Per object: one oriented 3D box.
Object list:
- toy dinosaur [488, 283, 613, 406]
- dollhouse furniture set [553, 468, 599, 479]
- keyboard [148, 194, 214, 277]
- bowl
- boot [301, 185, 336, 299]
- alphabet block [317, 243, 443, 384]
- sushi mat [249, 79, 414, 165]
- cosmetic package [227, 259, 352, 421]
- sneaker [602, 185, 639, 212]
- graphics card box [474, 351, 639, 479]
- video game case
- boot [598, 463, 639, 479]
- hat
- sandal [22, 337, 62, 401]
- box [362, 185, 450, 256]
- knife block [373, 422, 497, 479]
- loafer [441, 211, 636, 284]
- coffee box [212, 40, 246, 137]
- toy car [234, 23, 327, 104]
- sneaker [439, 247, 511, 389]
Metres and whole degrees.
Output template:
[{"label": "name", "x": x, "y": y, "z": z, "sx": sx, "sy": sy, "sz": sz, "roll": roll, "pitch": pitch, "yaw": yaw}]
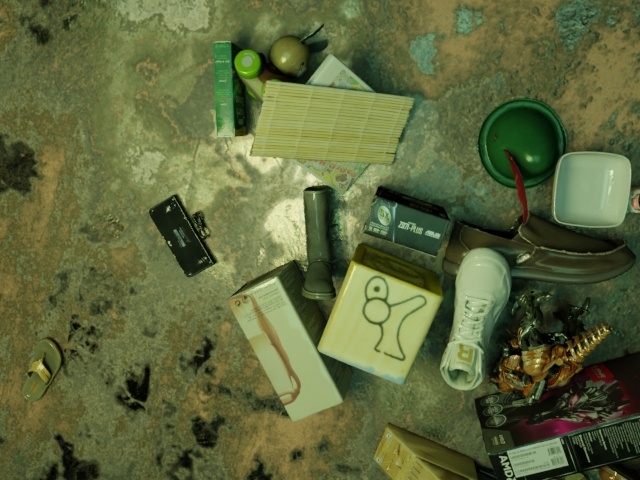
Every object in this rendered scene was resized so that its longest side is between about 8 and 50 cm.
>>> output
[{"label": "toy dinosaur", "x": 0.445, "y": 0.214, "z": 1.135, "sx": 0.164, "sy": 0.218, "sz": 0.322, "roll": 35, "pitch": 149, "yaw": -25}, {"label": "dollhouse furniture set", "x": 0.506, "y": 0.500, "z": 1.240, "sx": 0.144, "sy": 0.123, "sz": 0.151, "roll": 34, "pitch": 104, "yaw": 1}, {"label": "keyboard", "x": -0.300, "y": -0.015, "z": 1.316, "sx": 0.108, "sy": 0.023, "sz": 0.180, "roll": -28, "pitch": 96, "yaw": 19}, {"label": "bowl", "x": 0.511, "y": -0.098, "z": 1.119, "sx": 0.142, "sy": 0.053, "sz": 0.142, "roll": 4, "pitch": 98, "yaw": 0}, {"label": "boot", "x": -0.002, "y": 0.000, "z": 1.196, "sx": 0.076, "sy": 0.189, "sz": 0.208, "roll": 3, "pitch": 106, "yaw": -8}, {"label": "alphabet block", "x": 0.122, "y": 0.143, "z": 1.194, "sx": 0.192, "sy": 0.193, "sz": 0.197, "roll": 22, "pitch": 103, "yaw": 2}, {"label": "sushi mat", "x": 0.027, "y": -0.219, "z": 1.125, "sx": 0.316, "sy": 0.019, "sz": 0.151, "roll": 0, "pitch": 123, "yaw": -25}, {"label": "cosmetic package", "x": -0.060, "y": 0.211, "z": 1.258, "sx": 0.129, "sy": 0.153, "sz": 0.296, "roll": -26, "pitch": 94, "yaw": 14}, {"label": "sneaker", "x": 0.584, "y": -0.074, "z": 1.147, "sx": 0.134, "sy": 0.070, "sz": 0.051, "roll": -16, "pitch": 100, "yaw": 12}, {"label": "graphics card box", "x": 0.505, "y": 0.351, "z": 1.156, "sx": 0.371, "sy": 0.233, "sz": 0.094, "roll": -21, "pitch": 98, "yaw": 13}, {"label": "video game case", "x": 0.033, "y": -0.220, "z": 1.157, "sx": 0.227, "sy": 0.026, "sz": 0.206, "roll": 30, "pitch": 108, "yaw": -39}, {"label": "boot", "x": 0.648, "y": 0.620, "z": 1.254, "sx": 0.283, "sy": 0.109, "sz": 0.220, "roll": 39, "pitch": 99, "yaw": -13}, {"label": "hat", "x": 0.399, "y": -0.166, "z": 1.098, "sx": 0.173, "sy": 0.183, "sz": 0.208, "roll": -24, "pitch": 96, "yaw": 12}, {"label": "sandal", "x": -0.685, "y": 0.322, "z": 1.422, "sx": 0.072, "sy": 0.049, "sz": 0.180, "roll": 29, "pitch": 103, "yaw": 2}, {"label": "box", "x": 0.168, "y": -0.042, "z": 1.158, "sx": 0.147, "sy": 0.180, "sz": 0.077, "roll": 19, "pitch": 103, "yaw": 5}, {"label": "knife block", "x": 0.289, "y": 0.523, "z": 1.309, "sx": 0.276, "sy": 0.242, "sz": 0.088, "roll": 35, "pitch": 108, "yaw": 47}, {"label": "loafer", "x": 0.427, "y": 0.010, "z": 1.153, "sx": 0.366, "sy": 0.134, "sz": 0.130, "roll": -1, "pitch": 100, "yaw": 9}, {"label": "coffee box", "x": -0.184, "y": -0.304, "z": 1.198, "sx": 0.040, "sy": 0.113, "sz": 0.184, "roll": 0, "pitch": 99, "yaw": 5}, {"label": "toy car", "x": -0.056, "y": -0.343, "z": 1.158, "sx": 0.188, "sy": 0.155, "sz": 0.149, "roll": -41, "pitch": 85, "yaw": -1}, {"label": "sneaker", "x": 0.297, "y": 0.167, "z": 1.121, "sx": 0.108, "sy": 0.169, "sz": 0.292, "roll": 9, "pitch": 134, "yaw": 15}]
